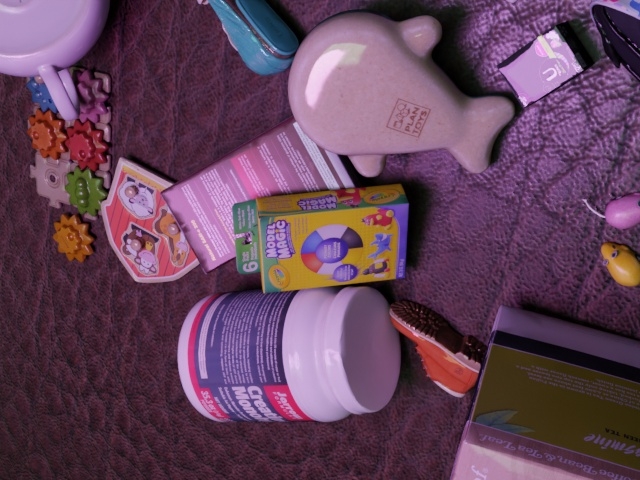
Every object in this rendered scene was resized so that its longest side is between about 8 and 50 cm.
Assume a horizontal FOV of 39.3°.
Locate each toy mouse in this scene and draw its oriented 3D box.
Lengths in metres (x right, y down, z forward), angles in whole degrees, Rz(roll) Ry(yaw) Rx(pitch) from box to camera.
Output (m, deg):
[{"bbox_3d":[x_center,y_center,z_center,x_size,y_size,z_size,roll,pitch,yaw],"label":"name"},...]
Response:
[{"bbox_3d":[0.384,-0.007,1.044,0.161,0.031,0.143,49,124,5],"label":"toy mouse"}]

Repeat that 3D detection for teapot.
[{"bbox_3d":[-0.412,-0.341,1.290,0.252,0.187,0.256,27,88,-2],"label":"teapot"}]

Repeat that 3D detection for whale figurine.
[{"bbox_3d":[0.097,-0.180,1.105,0.272,0.141,0.216,18,118,-4],"label":"whale figurine"}]

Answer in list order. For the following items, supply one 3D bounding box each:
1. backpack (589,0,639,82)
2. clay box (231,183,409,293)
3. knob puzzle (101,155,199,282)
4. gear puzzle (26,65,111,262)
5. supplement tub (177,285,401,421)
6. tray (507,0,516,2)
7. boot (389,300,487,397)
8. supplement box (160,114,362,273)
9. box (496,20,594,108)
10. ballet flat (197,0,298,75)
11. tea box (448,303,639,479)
[{"bbox_3d":[0.392,-0.196,0.858,0.253,0.225,0.191,37,100,18],"label":"backpack"},{"bbox_3d":[0.000,0.000,1.167,0.222,0.053,0.127,-7,129,-7],"label":"clay box"},{"bbox_3d":[-0.269,-0.011,1.409,0.213,0.030,0.213,9,114,20],"label":"knob puzzle"},{"bbox_3d":[-0.418,-0.119,1.456,0.175,0.044,0.339,17,116,24],"label":"gear puzzle"},{"bbox_3d":[-0.045,0.158,1.259,0.272,0.191,0.191,-7,104,32],"label":"supplement tub"},{"bbox_3d":[0.158,-0.409,1.024,0.270,0.030,0.145,42,124,10],"label":"tray"},{"bbox_3d":[0.151,0.150,1.226,0.158,0.059,0.084,36,127,12],"label":"boot"},{"bbox_3d":[-0.079,-0.069,1.214,0.239,0.073,0.130,-28,93,11],"label":"supplement box"},{"bbox_3d":[0.258,-0.202,1.031,0.083,0.052,0.062,-32,89,35],"label":"box"},{"bbox_3d":[-0.123,-0.321,1.192,0.247,0.083,0.087,56,139,2],"label":"ballet flat"},{"bbox_3d":[0.258,0.305,1.042,0.220,0.323,0.329,15,117,13],"label":"tea box"}]
